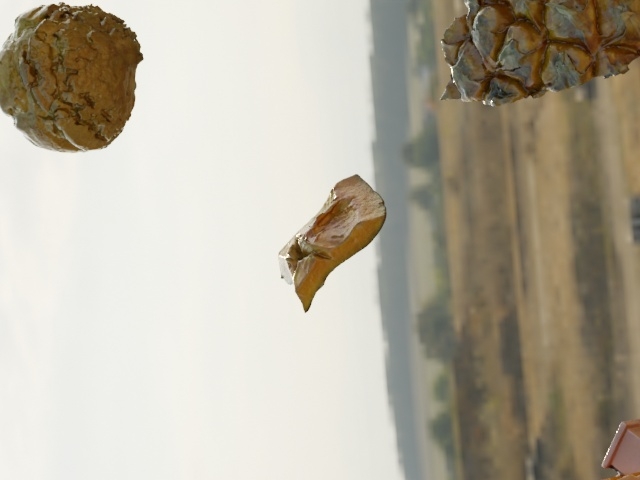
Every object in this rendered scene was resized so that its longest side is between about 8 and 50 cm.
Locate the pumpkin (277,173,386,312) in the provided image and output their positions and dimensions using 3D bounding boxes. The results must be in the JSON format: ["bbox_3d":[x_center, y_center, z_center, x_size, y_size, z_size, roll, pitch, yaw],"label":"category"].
[{"bbox_3d":[0.000,-0.002,1.204,0.101,0.035,0.073,-51,21,14],"label":"pumpkin"}]

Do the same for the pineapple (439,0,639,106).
[{"bbox_3d":[0.207,-0.211,1.353,0.140,0.250,0.164,-131,22,-65],"label":"pineapple"}]

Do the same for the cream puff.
[{"bbox_3d":[-0.282,-0.192,2.002,0.189,0.129,0.189,20,-117,-45],"label":"cream puff"}]

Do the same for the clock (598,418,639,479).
[{"bbox_3d":[0.310,0.279,1.407,0.255,0.106,0.219,38,116,39],"label":"clock"}]
